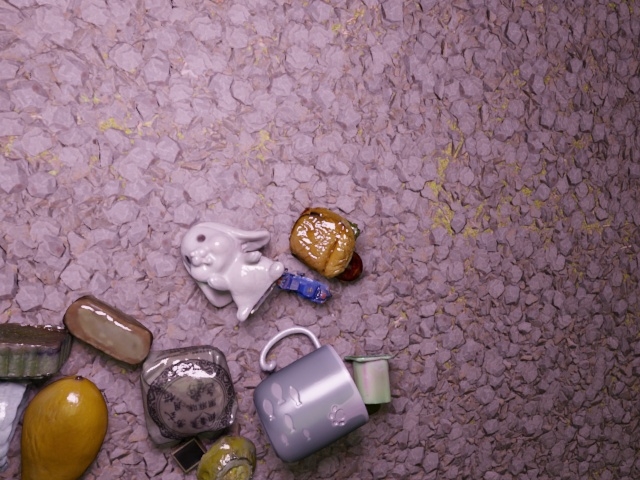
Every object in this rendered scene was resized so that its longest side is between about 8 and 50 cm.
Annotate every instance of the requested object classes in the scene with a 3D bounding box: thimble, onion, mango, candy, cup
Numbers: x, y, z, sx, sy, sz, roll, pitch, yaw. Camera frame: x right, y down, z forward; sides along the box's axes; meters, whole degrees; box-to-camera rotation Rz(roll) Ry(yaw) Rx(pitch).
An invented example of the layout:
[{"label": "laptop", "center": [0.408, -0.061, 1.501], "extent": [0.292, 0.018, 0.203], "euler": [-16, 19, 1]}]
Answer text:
[{"label": "thimble", "center": [-0.818, 0.443, 0.986], "extent": [0.172, 0.205, 0.250], "euler": [16, 74, -24]}, {"label": "onion", "center": [0.077, 0.080, 1.281], "extent": [0.117, 0.118, 0.118], "euler": [3, 94, -22]}, {"label": "mango", "center": [-0.670, 0.514, 1.079], "extent": [0.195, 0.142, 0.332], "euler": [7, 101, -13]}, {"label": "candy", "center": [-0.565, 0.239, 1.098], "extent": [0.234, 0.104, 0.102], "euler": [34, 80, -18]}, {"label": "cup", "center": [-0.062, 0.439, 1.218], "extent": [0.274, 0.259, 0.357], "euler": [-26, 71, -13]}]

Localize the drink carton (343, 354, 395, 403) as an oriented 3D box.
[{"label": "drink carton", "center": [0.163, 0.437, 1.298], "extent": [0.144, 0.146, 0.142], "euler": [1, 75, -18]}]

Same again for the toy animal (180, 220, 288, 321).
[{"label": "toy animal", "center": [-0.239, 0.061, 1.150], "extent": [0.249, 0.174, 0.289], "euler": [-31, 105, 0]}]

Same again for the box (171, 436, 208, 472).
[{"label": "box", "center": [-0.391, 0.631, 1.224], "extent": [0.079, 0.035, 0.083], "euler": [-33, 104, -12]}]

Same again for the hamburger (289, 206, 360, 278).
[{"label": "hamburger", "center": [0.000, 0.000, 1.200], "extent": [0.206, 0.130, 0.183], "euler": [28, 98, 23]}]

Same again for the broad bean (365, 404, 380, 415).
[{"label": "broad bean", "center": [0.069, 0.582, 1.358], "extent": [0.297, 0.043, 0.060], "euler": [-10, 109, -15]}]

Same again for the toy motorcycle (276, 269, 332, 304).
[{"label": "toy motorcycle", "center": [-0.047, 0.142, 1.242], "extent": [0.205, 0.114, 0.076], "euler": [22, 89, -18]}]

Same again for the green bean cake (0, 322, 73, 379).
[{"label": "green bean cake", "center": [-0.729, 0.272, 1.014], "extent": [0.181, 0.173, 0.094], "euler": [9, 91, -20]}]

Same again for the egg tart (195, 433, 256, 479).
[{"label": "egg tart", "center": [-0.268, 0.688, 1.232], "extent": [0.197, 0.078, 0.197], "euler": [-9, 106, -32]}]

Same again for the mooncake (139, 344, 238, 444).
[{"label": "mooncake", "center": [-0.371, 0.428, 1.159], "extent": [0.254, 0.136, 0.250], "euler": [-9, 102, -16]}]
